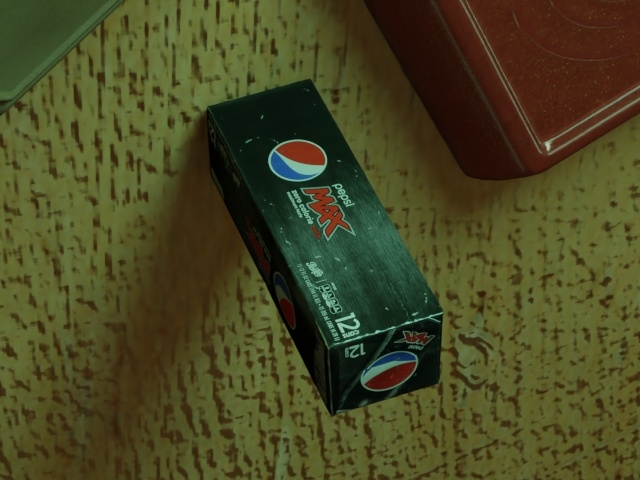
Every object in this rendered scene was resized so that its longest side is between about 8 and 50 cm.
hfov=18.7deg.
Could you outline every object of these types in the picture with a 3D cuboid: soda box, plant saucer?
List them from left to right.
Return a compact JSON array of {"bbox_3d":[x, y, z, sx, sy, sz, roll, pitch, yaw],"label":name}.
[{"bbox_3d":[0.000,0.000,0.929,0.060,0.169,0.053,-16,140,-14],"label":"soda box"},{"bbox_3d":[0.151,-0.152,0.952,0.259,0.047,0.258,-32,140,3],"label":"plant saucer"}]

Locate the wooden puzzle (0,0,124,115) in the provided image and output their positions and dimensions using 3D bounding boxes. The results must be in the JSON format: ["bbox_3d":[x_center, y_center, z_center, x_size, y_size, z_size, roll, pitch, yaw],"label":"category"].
[{"bbox_3d":[-0.107,-0.122,0.772,0.239,0.044,0.221,-36,176,12],"label":"wooden puzzle"}]
